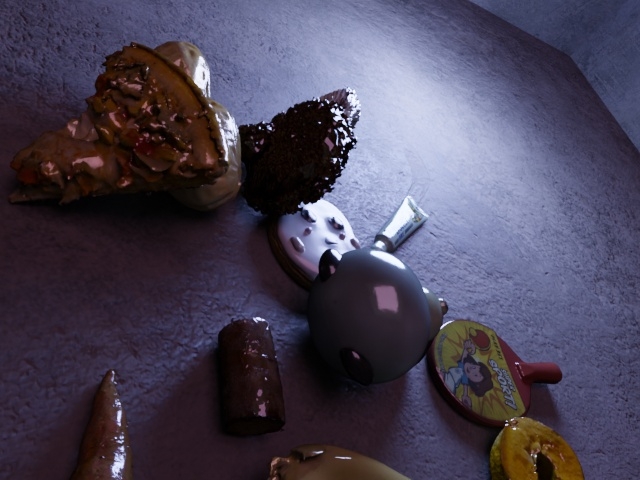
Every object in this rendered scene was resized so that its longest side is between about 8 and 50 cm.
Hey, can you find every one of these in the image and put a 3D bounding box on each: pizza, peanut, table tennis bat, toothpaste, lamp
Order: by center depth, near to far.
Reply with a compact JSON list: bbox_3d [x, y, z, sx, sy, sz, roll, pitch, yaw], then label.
[{"bbox_3d":[-0.278,-0.169,0.771,0.287,0.074,0.251,-8,60,-8],"label":"pizza"},{"bbox_3d":[0.088,0.111,0.845,0.244,0.197,0.198,12,45,-53],"label":"lamp"},{"bbox_3d":[-0.211,-0.187,0.894,0.147,0.147,0.306,-5,58,-41],"label":"peanut"},{"bbox_3d":[0.316,0.236,1.016,0.310,0.038,0.200,8,51,-29],"label":"table tennis bat"},{"bbox_3d":[0.156,-0.027,1.127,0.067,0.037,0.255,44,36,4],"label":"toothpaste"}]

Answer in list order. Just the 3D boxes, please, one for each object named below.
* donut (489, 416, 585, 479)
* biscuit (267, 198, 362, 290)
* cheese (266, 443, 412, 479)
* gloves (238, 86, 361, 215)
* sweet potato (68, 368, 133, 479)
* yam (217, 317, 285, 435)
[{"bbox_3d":[0.333,0.371,0.883,0.162,0.065,0.178,38,41,4],"label":"donut"},{"bbox_3d":[0.000,0.000,0.968,0.181,0.049,0.208,0,55,-40],"label":"biscuit"},{"bbox_3d":[0.047,0.364,0.622,0.316,0.128,0.259,44,32,-6],"label":"cheese"},{"bbox_3d":[-0.039,-0.164,0.987,0.210,0.135,0.312,-2,36,10],"label":"gloves"},{"bbox_3d":[-0.221,0.227,0.579,0.068,0.068,0.226,23,30,-21],"label":"sweet potato"},{"bbox_3d":[-0.090,0.172,0.716,0.079,0.079,0.141,12,48,-30],"label":"yam"}]
